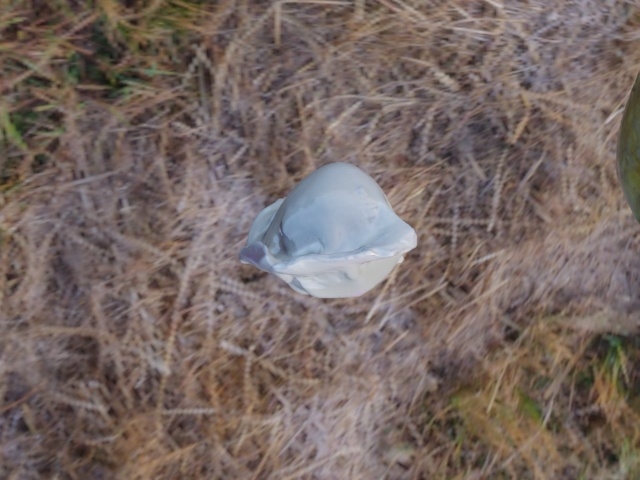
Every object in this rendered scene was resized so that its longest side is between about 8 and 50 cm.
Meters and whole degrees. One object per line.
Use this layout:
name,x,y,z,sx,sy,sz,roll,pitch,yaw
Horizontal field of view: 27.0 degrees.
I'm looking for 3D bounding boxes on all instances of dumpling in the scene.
dumpling,0.000,0.000,1.080,0.127,0.188,0.108,-27,115,-12

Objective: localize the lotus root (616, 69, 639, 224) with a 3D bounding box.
lotus root,0.415,-0.145,1.205,0.250,0.250,0.346,30,142,9
